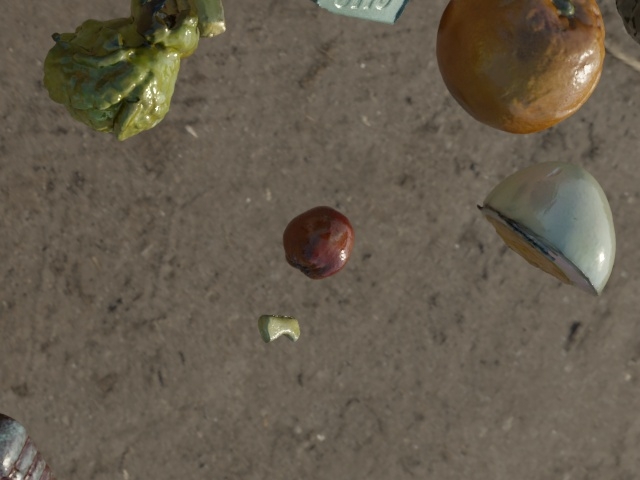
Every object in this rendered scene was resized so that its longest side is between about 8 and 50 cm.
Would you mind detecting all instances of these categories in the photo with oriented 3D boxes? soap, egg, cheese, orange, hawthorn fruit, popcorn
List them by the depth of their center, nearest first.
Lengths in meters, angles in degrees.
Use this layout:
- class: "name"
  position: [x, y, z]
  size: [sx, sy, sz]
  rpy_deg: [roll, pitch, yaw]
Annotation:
- class: "popcorn"
  position: [-0.252, -0.230, 1.226]
  size: [0.195, 0.168, 0.173]
  rpy_deg: [-58, 149, -8]
- class: "cheese"
  position: [-0.060, 0.134, 1.447]
  size: [0.083, 0.030, 0.044]
  rpy_deg: [14, 69, -54]
- class: "orange"
  position: [0.302, -0.291, 1.464]
  size: [0.261, 0.261, 0.261]
  rpy_deg: [-17, 123, -27]
- class: "soap"
  position: [0.069, -0.444, 1.652]
  size: [0.198, 0.063, 0.114]
  rpy_deg: [-1, 131, -40]
- class: "egg"
  position: [0.436, -0.033, 1.727]
  size: [0.174, 0.264, 0.286]
  rpy_deg: [-49, 141, 0]
- class: "hawthorn fruit"
  position: [0.000, 0.000, 1.789]
  size: [0.138, 0.133, 0.133]
  rpy_deg: [-55, 134, -19]

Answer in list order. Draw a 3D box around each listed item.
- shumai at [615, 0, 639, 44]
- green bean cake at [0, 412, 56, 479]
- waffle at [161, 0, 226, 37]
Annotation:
- class: "shumai"
  position: [0.240, -0.136, 0.492]
  size: [0.161, 0.209, 0.153]
  rpy_deg: [-37, 114, 16]
- class: "green bean cake"
  position: [-0.510, 0.315, 1.356]
  size: [0.198, 0.233, 0.097]
  rpy_deg: [86, 16, -47]
- class: "waffle"
  position: [-0.243, -0.455, 1.532]
  size: [0.055, 0.248, 0.221]
  rpy_deg: [-28, 127, -21]
